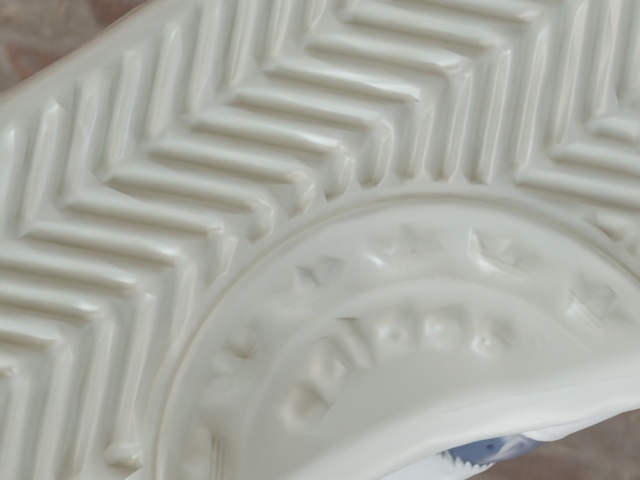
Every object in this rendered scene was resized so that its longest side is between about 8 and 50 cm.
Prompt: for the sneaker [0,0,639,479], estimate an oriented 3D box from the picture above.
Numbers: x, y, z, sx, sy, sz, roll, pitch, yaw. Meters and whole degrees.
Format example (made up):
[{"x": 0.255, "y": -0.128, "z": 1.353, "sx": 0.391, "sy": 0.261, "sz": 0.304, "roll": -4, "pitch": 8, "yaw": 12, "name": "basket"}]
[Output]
[{"x": 0.000, "y": 0.000, "z": 0.392, "sx": 0.131, "sy": 0.350, "sz": 0.148, "roll": 65, "pitch": 167, "yaw": 2, "name": "sneaker"}]
